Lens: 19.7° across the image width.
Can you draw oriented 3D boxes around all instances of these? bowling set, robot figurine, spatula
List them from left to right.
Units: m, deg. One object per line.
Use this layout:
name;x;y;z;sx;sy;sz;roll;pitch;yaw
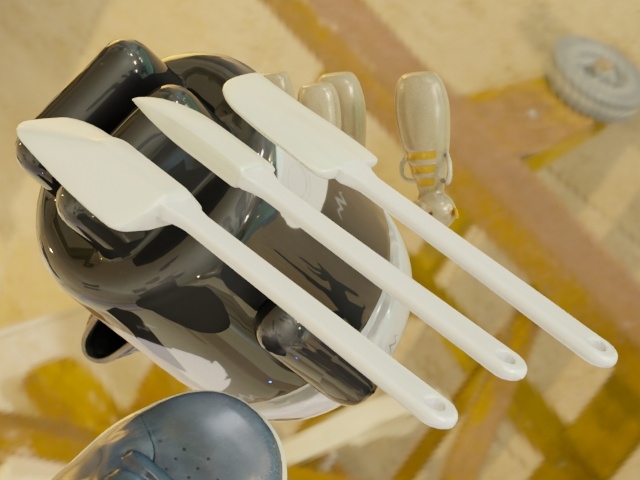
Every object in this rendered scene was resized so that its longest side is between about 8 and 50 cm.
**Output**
robot figurine;-0.060;0.001;1.109;0.174;0.278;0.209;-14;55;26
bowling set;-0.025;-0.077;1.785;0.287;0.200;0.154;7;106;51
spatula;0.000;0.000;0.799;0.242;0.168;0.019;38;120;27

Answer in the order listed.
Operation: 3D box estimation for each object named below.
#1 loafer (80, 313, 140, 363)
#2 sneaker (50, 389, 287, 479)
loafer;-0.110;0.017;1.475;0.096;0.084;0.267;44;133;6
sneaker;-0.130;0.183;0.917;0.131;0.350;0.148;37;146;11
